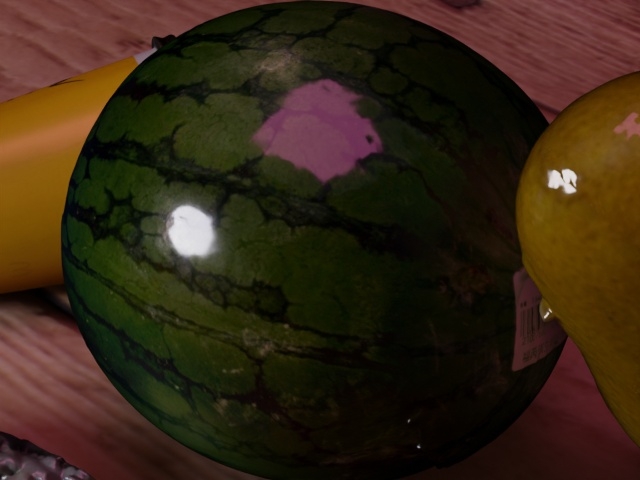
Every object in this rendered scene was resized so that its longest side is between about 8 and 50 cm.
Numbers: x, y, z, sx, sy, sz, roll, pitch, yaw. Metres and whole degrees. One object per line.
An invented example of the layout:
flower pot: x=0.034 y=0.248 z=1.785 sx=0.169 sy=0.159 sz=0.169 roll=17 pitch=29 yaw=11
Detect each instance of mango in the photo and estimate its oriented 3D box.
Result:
mango: x=0.288 y=0.028 z=1.185 sx=0.445 sy=0.301 sz=0.221 roll=27 pitch=35 yaw=-33

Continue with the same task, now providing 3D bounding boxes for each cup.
cup: x=-0.192 y=-0.048 z=1.507 sx=0.279 sy=0.196 sz=0.196 roll=-15 pitch=34 yaw=-10

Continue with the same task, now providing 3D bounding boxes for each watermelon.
watermelon: x=0.000 y=0.000 z=1.287 sx=0.363 sy=0.363 sz=0.363 roll=0 pitch=32 yaw=0

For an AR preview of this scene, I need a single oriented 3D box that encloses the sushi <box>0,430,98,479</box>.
sushi: x=-0.241 y=0.169 z=1.206 sx=0.332 sy=0.124 sz=0.130 roll=21 pitch=53 yaw=26
